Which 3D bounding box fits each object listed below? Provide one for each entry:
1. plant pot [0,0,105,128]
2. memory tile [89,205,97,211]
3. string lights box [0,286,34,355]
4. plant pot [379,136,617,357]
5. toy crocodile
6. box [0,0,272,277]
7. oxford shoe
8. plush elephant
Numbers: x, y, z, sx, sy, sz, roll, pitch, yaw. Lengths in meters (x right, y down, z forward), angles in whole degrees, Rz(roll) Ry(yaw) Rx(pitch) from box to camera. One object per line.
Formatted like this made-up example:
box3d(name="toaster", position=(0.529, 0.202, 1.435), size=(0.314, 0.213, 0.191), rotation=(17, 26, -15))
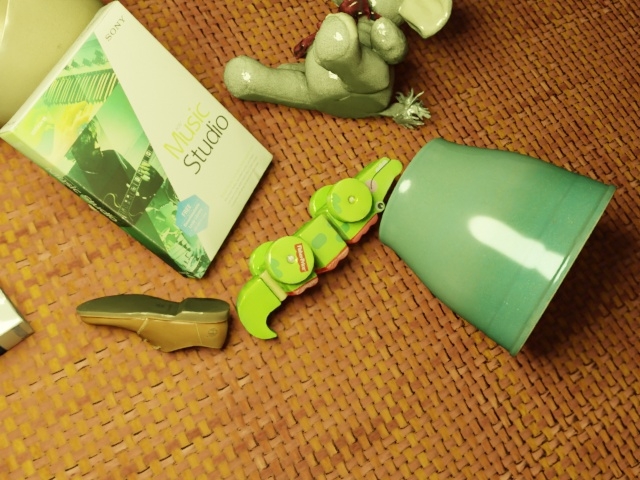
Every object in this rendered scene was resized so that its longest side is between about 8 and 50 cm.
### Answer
box3d(name="plant pot", position=(-0.408, -0.288, 0.950), size=(0.191, 0.284, 0.284), rotation=(7, 63, -46))
box3d(name="memory tile", position=(-0.267, -0.061, 0.999), size=(0.148, 0.012, 0.113), rotation=(31, 67, 3))
box3d(name="string lights box", position=(-0.526, 0.140, 0.840), size=(0.260, 0.076, 0.133), rotation=(-37, 80, -21))
box3d(name="plant pot", position=(0.235, -0.016, 0.945), size=(0.255, 0.271, 0.271), rotation=(31, 66, 18))
box3d(name="toy crocodile", position=(0.000, 0.000, 0.969), size=(0.340, 0.115, 0.105), rotation=(-45, 101, -20))
box3d(name="box", position=(-0.233, -0.129, 0.910), size=(0.322, 0.059, 0.232), rotation=(43, 62, -33))
box3d(name="oxford shoe", position=(-0.233, 0.118, 0.908), size=(0.212, 0.076, 0.076), rotation=(6, 108, 3))
box3d(name="plush elephant", position=(0.055, -0.339, 1.035), size=(0.330, 0.272, 0.255), rotation=(10, 79, -37))
